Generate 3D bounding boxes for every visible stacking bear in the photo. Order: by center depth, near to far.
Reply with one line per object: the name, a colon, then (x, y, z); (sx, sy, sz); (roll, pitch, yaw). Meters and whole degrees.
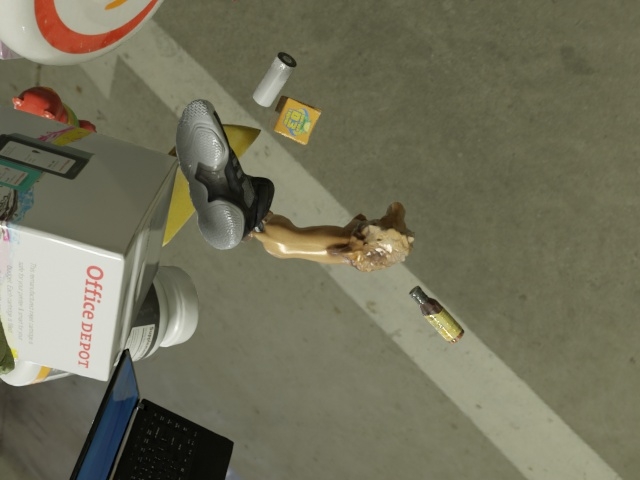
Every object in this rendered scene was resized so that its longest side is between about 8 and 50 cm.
stacking bear: (-0.728, -0.319, 1.634); (0.176, 0.164, 0.289); (31, 168, -6)

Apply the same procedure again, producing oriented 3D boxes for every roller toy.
roller toy: (-0.202, -0.244, 0.475); (0.146, 0.209, 0.191); (41, -178, 5)

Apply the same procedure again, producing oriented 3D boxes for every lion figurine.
lion figurine: (0.000, 0.000, 1.293); (0.393, 0.240, 0.142); (-5, 97, 6)

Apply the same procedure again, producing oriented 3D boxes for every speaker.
speaker: (-0.116, -0.399, 1.527); (0.055, 0.055, 0.136); (45, 128, 4)

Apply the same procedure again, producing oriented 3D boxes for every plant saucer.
plant saucer: (-0.319, -0.143, 1.389); (0.081, 0.332, 0.333); (44, 164, -23)

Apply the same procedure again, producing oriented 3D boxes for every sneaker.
sneaker: (-0.171, -0.126, 1.133); (0.101, 0.153, 0.268); (-6, 100, 31)

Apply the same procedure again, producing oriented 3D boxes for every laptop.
laptop: (-0.204, 0.306, 0.767); (0.264, 0.234, 0.137); (37, 136, -27)

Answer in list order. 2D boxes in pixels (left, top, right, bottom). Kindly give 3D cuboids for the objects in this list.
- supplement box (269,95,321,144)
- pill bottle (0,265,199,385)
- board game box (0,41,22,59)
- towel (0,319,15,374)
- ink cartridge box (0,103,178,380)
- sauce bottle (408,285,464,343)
supplement box: (-0.057, -0.261, 1.308); (0.080, 0.233, 0.078); (23, 100, -14)
pill bottle: (-0.333, 0.112, 0.918); (0.162, 0.279, 0.162); (3, 95, 41)
board game box: (-0.496, -0.425, 0.789); (0.319, 0.066, 0.317); (21, 120, 26)
towel: (-0.270, 0.052, 0.366); (0.027, 0.148, 0.110); (-37, 77, 36)
ink cartridge box: (-0.325, -0.006, 0.681); (0.270, 0.197, 0.198); (17, 127, -7)
sauce bottle: (0.218, 0.140, 1.163); (0.128, 0.042, 0.042); (46, 141, -5)
